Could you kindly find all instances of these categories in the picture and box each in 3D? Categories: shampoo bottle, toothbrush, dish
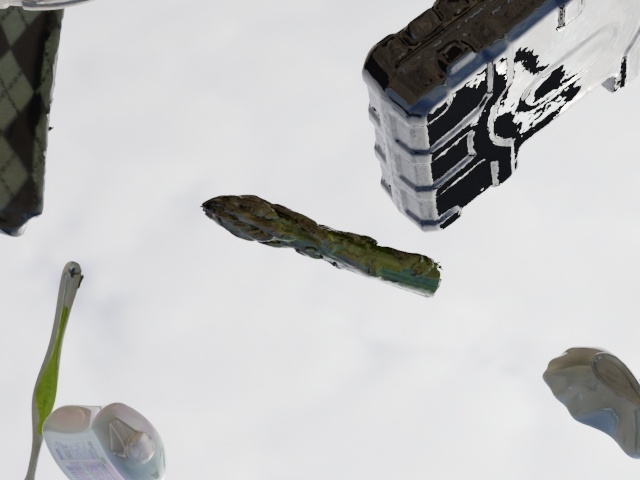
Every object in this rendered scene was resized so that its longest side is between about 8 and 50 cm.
[{"bbox_3d":[-0.150,0.148,1.124,0.043,0.072,0.099,-44,-162,-33],"label":"shampoo bottle"},{"bbox_3d":[-0.247,0.131,1.432,0.022,0.026,0.263,21,-122,-21],"label":"toothbrush"},{"bbox_3d":[0.278,0.144,1.478,0.091,0.039,0.137,-23,-121,-36],"label":"dish"}]

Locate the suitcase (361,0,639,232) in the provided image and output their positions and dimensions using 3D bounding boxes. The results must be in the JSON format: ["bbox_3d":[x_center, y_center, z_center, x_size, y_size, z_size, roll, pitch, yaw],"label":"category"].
[{"bbox_3d":[0.159,-0.143,1.131,0.285,0.206,0.066,-38,-115,-11],"label":"suitcase"}]

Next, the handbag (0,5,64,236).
[{"bbox_3d":[-0.351,-0.166,0.981,0.416,0.316,0.180,10,164,-43],"label":"handbag"}]

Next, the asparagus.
[{"bbox_3d":[0.000,0.000,1.021,0.165,0.030,0.036,19,-159,8],"label":"asparagus"}]

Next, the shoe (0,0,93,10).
[{"bbox_3d":[-0.123,-0.152,0.493,0.089,0.180,0.092,-18,-133,34],"label":"shoe"}]
